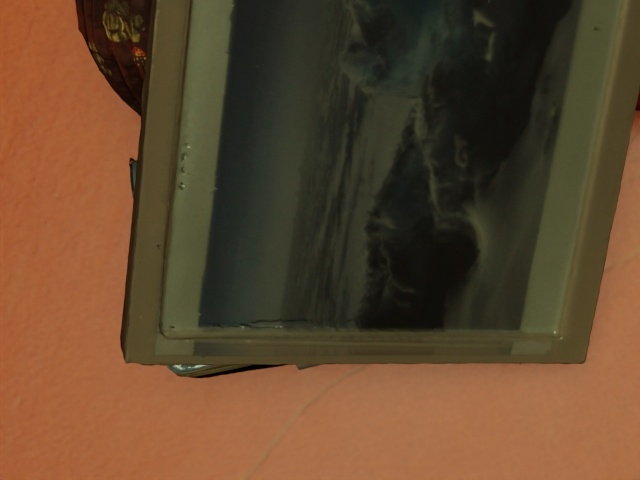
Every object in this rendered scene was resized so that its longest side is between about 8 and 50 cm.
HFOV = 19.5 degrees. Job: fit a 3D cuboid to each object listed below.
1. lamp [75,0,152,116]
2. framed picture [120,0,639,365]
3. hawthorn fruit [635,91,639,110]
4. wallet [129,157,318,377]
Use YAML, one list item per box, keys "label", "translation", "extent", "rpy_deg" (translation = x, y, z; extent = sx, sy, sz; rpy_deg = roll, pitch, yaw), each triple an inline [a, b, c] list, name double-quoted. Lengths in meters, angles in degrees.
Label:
- label: "lamp"
  translation: [-0.063, -0.181, 1.266]
  extent: [0.247, 0.247, 0.247]
  rpy_deg: [0, 88, 6]
- label: "framed picture"
  translation: [0.053, -0.121, 1.161]
  extent: [0.326, 0.028, 0.446]
  rpy_deg: [1, 115, -14]
- label: "hawthorn fruit"
  translation: [0.246, -0.117, 1.277]
  extent: [0.165, 0.165, 0.285]
  rpy_deg: [-13, 99, 5]
- label: "wallet"
  translation: [0.000, 0.000, 1.324]
  extent: [0.250, 0.075, 0.176]
  rpy_deg: [-12, 80, 5]
